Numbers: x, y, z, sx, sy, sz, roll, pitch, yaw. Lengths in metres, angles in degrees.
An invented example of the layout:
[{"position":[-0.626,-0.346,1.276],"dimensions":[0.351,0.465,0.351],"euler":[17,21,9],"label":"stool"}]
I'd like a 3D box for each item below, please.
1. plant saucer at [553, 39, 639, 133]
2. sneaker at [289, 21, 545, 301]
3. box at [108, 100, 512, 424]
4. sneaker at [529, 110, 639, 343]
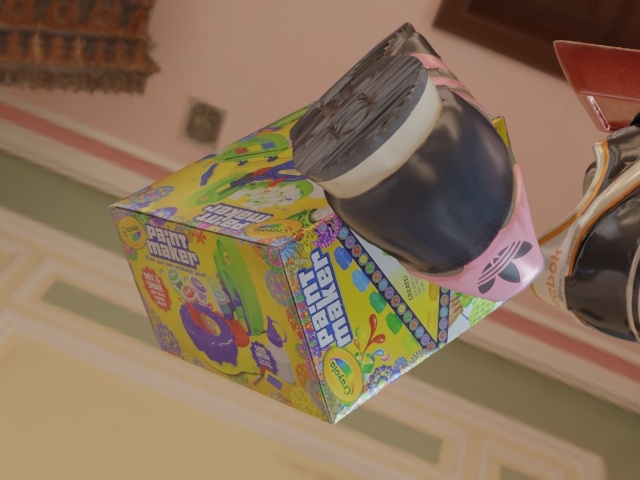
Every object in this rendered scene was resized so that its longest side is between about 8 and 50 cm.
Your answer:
[{"position":[0.386,-0.139,1.169],"dimensions":[0.259,0.048,0.258],"euler":[12,178,22],"label":"plant saucer"},{"position":[0.058,-0.048,0.684],"dimensions":[0.131,0.112,0.319],"euler":[45,-165,-11],"label":"sneaker"},{"position":[0.000,0.000,1.085],"dimensions":[0.279,0.177,0.290],"euler":[-30,-154,-30],"label":"box"},{"position":[0.266,-0.043,0.769],"dimensions":[0.321,0.126,0.127],"euler":[-32,-150,-35],"label":"sneaker"}]
